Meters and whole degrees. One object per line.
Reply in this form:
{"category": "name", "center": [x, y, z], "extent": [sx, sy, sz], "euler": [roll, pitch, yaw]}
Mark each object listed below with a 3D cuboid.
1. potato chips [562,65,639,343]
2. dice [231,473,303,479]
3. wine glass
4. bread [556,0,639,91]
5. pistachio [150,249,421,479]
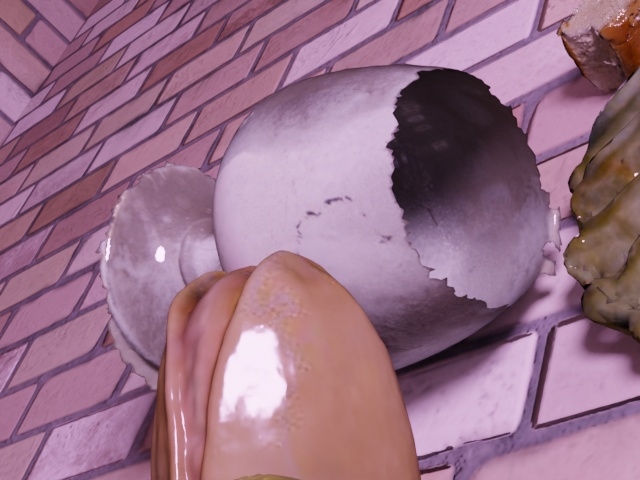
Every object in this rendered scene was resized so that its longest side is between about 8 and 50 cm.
{"category": "potato chips", "center": [0.327, -0.103, 0.749], "extent": [0.429, 0.070, 0.358], "euler": [-41, 29, 17]}
{"category": "dice", "center": [0.002, 0.257, 0.488], "extent": [0.233, 0.238, 0.227], "euler": [-50, 24, -8]}
{"category": "wine glass", "center": [0.000, 0.000, 0.917], "extent": [0.323, 0.238, 0.238], "euler": [-16, 38, 46]}
{"category": "bread", "center": [0.246, -0.170, 0.970], "extent": [0.083, 0.070, 0.076], "euler": [-55, 25, -17]}
{"category": "pistachio", "center": [-0.026, 0.154, 0.735], "extent": [0.162, 0.181, 0.293], "euler": [-8, 77, 33]}
